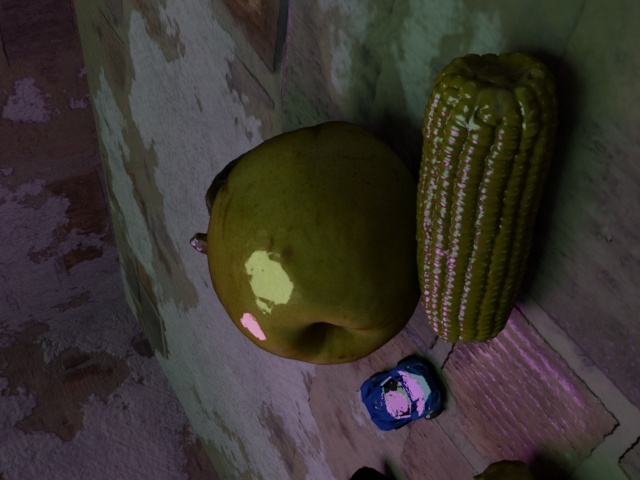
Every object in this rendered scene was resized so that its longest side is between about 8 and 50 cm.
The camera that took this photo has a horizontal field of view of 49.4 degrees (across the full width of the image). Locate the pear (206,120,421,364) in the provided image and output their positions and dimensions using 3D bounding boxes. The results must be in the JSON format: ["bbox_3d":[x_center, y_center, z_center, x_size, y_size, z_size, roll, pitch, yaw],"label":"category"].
[{"bbox_3d":[0.000,0.000,0.903,0.314,0.315,0.314,45,147,40],"label":"pear"}]

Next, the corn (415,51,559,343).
[{"bbox_3d":[0.167,-0.026,0.737,0.131,0.131,0.344,43,148,43],"label":"corn"}]

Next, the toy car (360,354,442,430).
[{"bbox_3d":[0.125,0.255,1.130,0.103,0.063,0.216,63,156,13],"label":"toy car"}]

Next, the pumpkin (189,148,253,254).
[{"bbox_3d":[-0.116,-0.008,1.215,0.139,0.222,0.317,56,154,23],"label":"pumpkin"}]

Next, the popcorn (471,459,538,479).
[{"bbox_3d":[0.222,0.409,0.871,0.249,0.225,0.249,54,157,36],"label":"popcorn"}]

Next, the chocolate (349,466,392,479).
[{"bbox_3d":[0.070,0.547,1.442,0.343,0.126,0.148,119,164,-63],"label":"chocolate"}]
